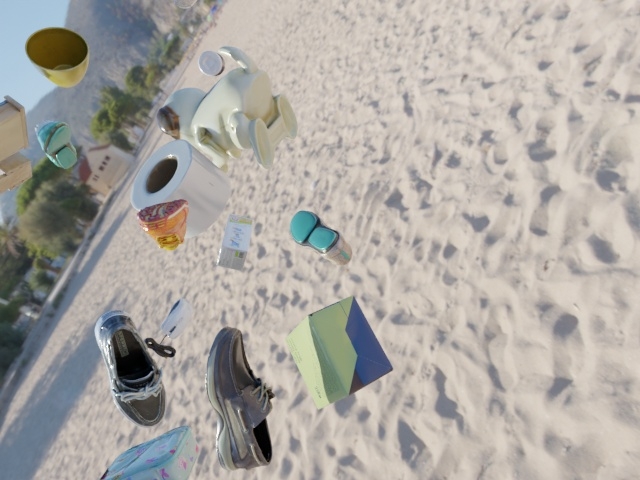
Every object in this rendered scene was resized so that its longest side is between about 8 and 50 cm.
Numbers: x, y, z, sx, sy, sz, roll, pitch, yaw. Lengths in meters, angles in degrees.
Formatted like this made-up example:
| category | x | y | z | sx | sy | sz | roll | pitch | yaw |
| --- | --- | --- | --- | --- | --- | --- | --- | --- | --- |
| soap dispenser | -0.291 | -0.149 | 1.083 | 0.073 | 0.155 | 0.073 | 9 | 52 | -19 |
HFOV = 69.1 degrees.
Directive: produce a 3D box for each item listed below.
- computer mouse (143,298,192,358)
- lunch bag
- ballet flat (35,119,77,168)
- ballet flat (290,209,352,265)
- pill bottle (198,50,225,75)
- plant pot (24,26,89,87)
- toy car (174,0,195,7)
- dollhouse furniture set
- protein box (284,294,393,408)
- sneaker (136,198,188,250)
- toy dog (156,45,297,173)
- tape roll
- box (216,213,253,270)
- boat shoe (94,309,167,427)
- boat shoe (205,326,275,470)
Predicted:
| category | x | y | z | sx | sy | sz | roll | pitch | yaw |
| --- | --- | --- | --- | --- | --- | --- | --- | --- | --- |
| computer mouse | -0.448 | 0.259 | 1.418 | 0.042 | 0.106 | 0.193 | -18 | 38 | 45 |
| lunch bag | -0.520 | 0.684 | 1.413 | 0.279 | 0.108 | 0.224 | -22 | 8 | 3 |
| ballet flat | -0.714 | -0.268 | 1.237 | 0.083 | 0.087 | 0.247 | -49 | 7 | -23 |
| ballet flat | 0.000 | 0.000 | 1.349 | 0.108 | 0.106 | 0.316 | -50 | 28 | 2 |
| pill bottle | -0.312 | -0.512 | 1.347 | 0.067 | 0.067 | 0.120 | -53 | 15 | 13 |
| plant pot | -0.626 | -0.430 | 1.127 | 0.095 | 0.134 | 0.134 | 123 | 167 | -62 |
| toy car | -0.335 | -0.647 | 1.071 | 0.136 | 0.159 | 0.182 | -53 | 20 | -3 |
| dollhouse furniture set | -0.863 | -0.266 | 1.048 | 0.198 | 0.303 | 0.286 | -55 | 3 | -40 |
| protein box | 0.037 | 0.276 | 1.136 | 0.200 | 0.135 | 0.201 | 62 | 150 | 16 |
| sneaker | -0.200 | -0.019 | 0.619 | 0.175 | 0.064 | 0.068 | -155 | 53 | -78 |
| toy dog | -0.345 | -0.410 | 1.551 | 0.407 | 0.396 | 0.285 | 0 | 48 | 26 |
| tape roll | -0.413 | -0.151 | 1.380 | 0.246 | 0.169 | 0.246 | -17 | 54 | 25 |
| box | -0.336 | 0.005 | 1.844 | 0.203 | 0.103 | 0.114 | -89 | 17 | -48 |
| boat shoe | -0.398 | 0.300 | 1.014 | 0.104 | 0.113 | 0.307 | 22 | 123 | 50 |
| boat shoe | -0.165 | 0.354 | 1.040 | 0.132 | 0.130 | 0.356 | -67 | -24 | -68 |
